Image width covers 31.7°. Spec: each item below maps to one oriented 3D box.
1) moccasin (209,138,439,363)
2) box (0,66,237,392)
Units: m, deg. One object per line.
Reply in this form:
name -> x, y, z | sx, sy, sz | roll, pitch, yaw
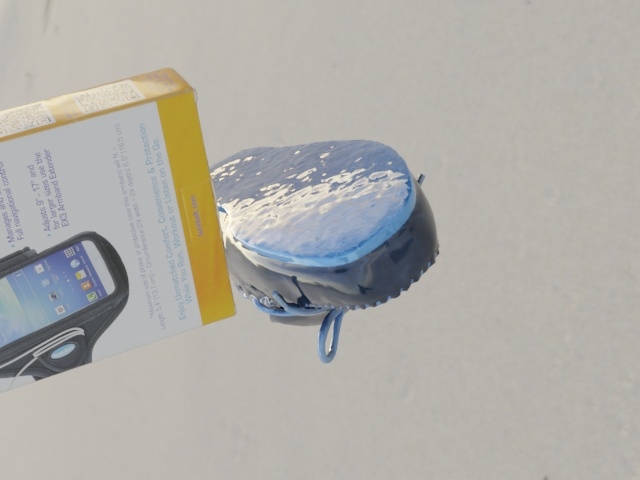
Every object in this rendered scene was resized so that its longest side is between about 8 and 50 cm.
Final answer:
moccasin -> 0.000, 0.000, 0.798 | 0.137, 0.117, 0.342 | -32, 18, -11
box -> -0.098, 0.005, 0.338 | 0.028, 0.136, 0.081 | -131, 29, -56
